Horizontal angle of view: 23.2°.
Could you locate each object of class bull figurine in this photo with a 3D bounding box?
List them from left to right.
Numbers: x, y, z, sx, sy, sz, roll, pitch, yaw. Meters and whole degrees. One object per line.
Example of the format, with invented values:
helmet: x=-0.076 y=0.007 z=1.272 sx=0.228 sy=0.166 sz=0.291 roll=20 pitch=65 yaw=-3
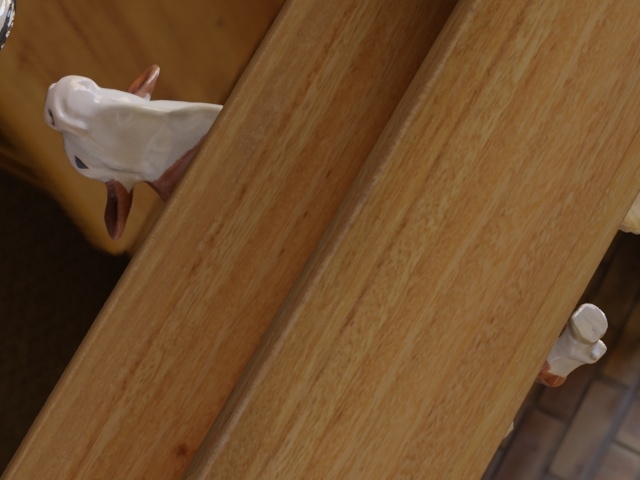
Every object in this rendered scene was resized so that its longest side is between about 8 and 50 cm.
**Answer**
bull figurine: x=0.000 y=0.000 z=0.815 sx=0.101 sy=0.310 sz=0.188 roll=-53 pitch=-167 yaw=-25

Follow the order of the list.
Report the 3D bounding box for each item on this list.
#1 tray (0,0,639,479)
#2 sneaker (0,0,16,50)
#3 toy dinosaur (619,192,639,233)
tray: x=0.005 y=0.006 z=0.483 sx=0.411 sy=0.076 sz=0.203 roll=-59 pitch=-163 yaw=-7
sneaker: x=-0.480 y=-0.137 z=1.210 sx=0.447 sy=0.257 sz=0.169 roll=-34 pitch=-148 yaw=17
toy dinosaur: x=0.143 y=-0.039 z=0.822 sx=0.183 sy=0.092 sz=0.053 roll=-27 pitch=170 yaw=-24
